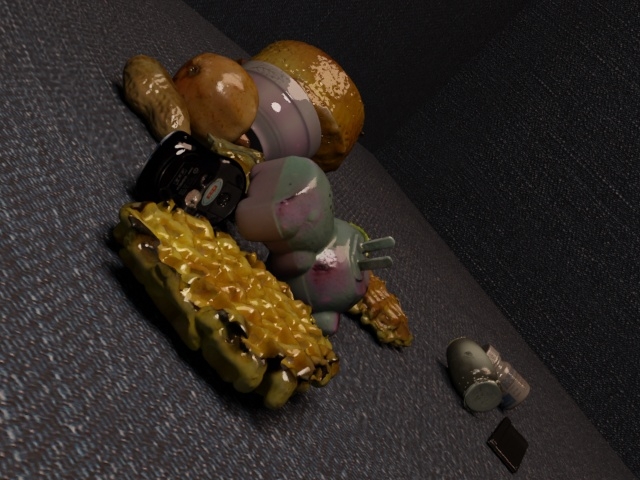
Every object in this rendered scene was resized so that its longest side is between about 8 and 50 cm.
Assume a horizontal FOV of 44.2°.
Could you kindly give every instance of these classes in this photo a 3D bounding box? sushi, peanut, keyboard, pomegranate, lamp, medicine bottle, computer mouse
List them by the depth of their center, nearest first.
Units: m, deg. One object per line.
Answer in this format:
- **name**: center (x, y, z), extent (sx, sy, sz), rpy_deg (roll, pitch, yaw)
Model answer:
- **computer mouse**: center (-0.224, -0.108, 1.348), extent (0.096, 0.137, 0.233), rpy_deg (32, -2, 32)
- **lamp**: center (0.000, 0.000, 1.422), extent (0.247, 0.248, 0.301), rpy_deg (-82, 154, -51)
- **sushi**: center (-0.183, -0.129, 1.599), extent (0.139, 0.131, 0.291), rpy_deg (19, 27, -13)
- **peanut**: center (-0.340, -0.286, 1.622), extent (0.108, 0.095, 0.226), rpy_deg (-19, 67, -40)
- **pomegranate**: center (-0.237, -0.306, 1.735), extent (0.207, 0.207, 0.207), rpy_deg (43, 13, -13)
- **keyboard**: center (0.463, 0.496, 1.941), extent (0.101, 0.018, 0.310), rpy_deg (51, 14, 14)
- **medicine bottle**: center (0.490, 0.380, 2.189), extent (0.168, 0.105, 0.105), rpy_deg (46, 13, -2)

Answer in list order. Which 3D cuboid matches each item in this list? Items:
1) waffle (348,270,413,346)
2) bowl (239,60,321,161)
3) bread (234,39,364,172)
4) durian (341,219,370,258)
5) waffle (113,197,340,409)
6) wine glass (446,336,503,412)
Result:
- **waffle**: center (0.095, 0.114, 1.833), extent (0.302, 0.068, 0.325), rpy_deg (37, 14, -35)
- **bowl**: center (-0.152, -0.278, 1.919), extent (0.287, 0.144, 0.287), rpy_deg (30, -36, 25)
- **bread**: center (-0.075, -0.346, 2.085), extent (0.398, 0.215, 0.398), rpy_deg (32, -29, 20)
- **durian**: center (0.074, 0.003, 2.096), extent (0.100, 0.086, 0.215), rpy_deg (12, 36, -44)
- **waffle**: center (-0.133, 0.082, 1.164), extent (0.382, 0.095, 0.380), rpy_deg (46, 11, 10)
- **wine glass**: center (0.380, 0.332, 1.966), extent (0.111, 0.111, 0.204), rpy_deg (41, 15, -22)
